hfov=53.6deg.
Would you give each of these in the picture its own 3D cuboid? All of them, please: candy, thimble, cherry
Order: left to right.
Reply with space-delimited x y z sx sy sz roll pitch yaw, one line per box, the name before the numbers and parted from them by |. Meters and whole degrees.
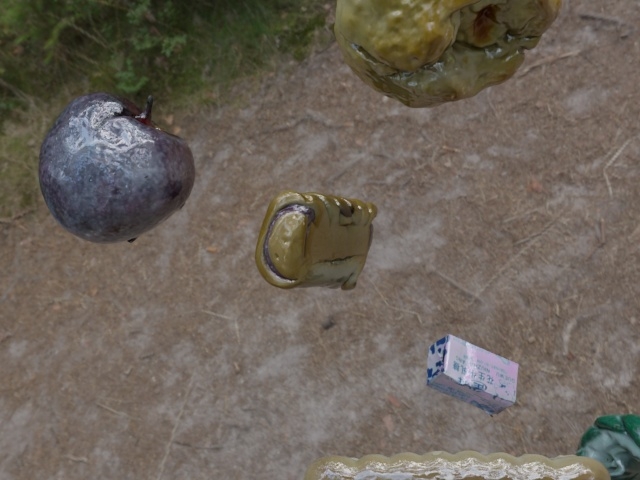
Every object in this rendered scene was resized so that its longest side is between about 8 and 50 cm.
cherry | -0.266 -0.090 0.811 0.195 0.195 0.195 -16 52 21
candy | 0.277 0.247 1.158 0.073 0.160 0.092 123 168 -50
thimble | 0.512 0.421 0.986 0.254 0.167 0.288 -165 90 -77

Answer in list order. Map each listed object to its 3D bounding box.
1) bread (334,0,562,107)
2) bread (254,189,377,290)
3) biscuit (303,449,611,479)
bread | 0.138 -0.236 0.671 0.244 0.244 0.134 -30 60 10
bread | 0.000 0.000 0.868 0.081 0.225 0.134 15 94 31
biscuit | 0.098 0.308 0.431 0.217 0.044 0.325 -1 88 6
